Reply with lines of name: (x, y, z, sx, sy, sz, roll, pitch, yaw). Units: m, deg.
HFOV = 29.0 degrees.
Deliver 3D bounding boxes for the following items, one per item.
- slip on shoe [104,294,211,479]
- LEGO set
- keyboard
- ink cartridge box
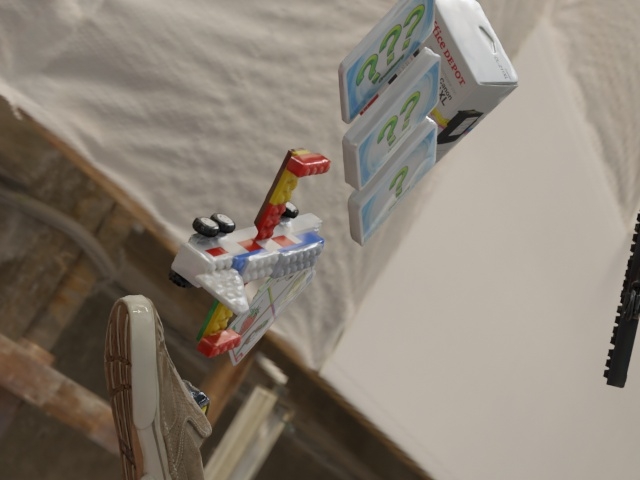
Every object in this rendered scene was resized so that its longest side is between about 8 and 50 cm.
slip on shoe: (-0.073, 0.087, 0.585, 0.041, 0.051, 0.135, -11, -70, -22)
LEGO set: (0.000, 0.000, 0.652, 0.244, 0.060, 0.182, -48, -21, -20)
keyboard: (0.281, 0.042, 1.108, 0.108, 0.023, 0.180, 20, -98, -76)
ink cartridge box: (0.126, -0.179, 1.423, 0.072, 0.127, 0.175, -5, -29, -40)
